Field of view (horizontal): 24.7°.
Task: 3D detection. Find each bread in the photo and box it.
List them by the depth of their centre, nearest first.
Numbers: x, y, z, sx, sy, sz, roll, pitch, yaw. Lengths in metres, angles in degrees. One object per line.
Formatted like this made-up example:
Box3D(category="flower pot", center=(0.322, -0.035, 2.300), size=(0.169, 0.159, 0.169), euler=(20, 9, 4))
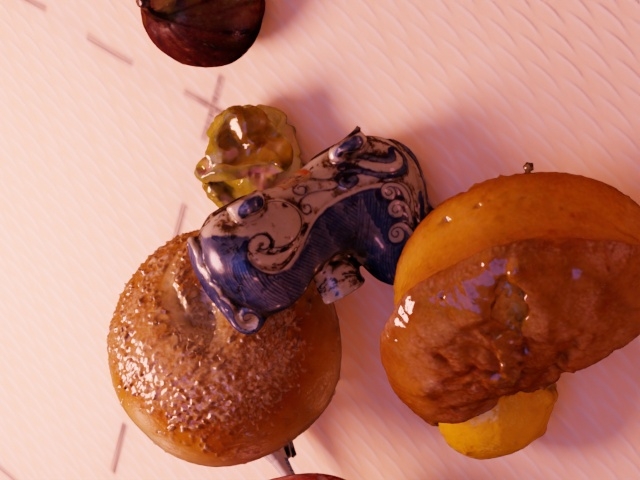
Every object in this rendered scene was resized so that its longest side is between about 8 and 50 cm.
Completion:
Box3D(category="bread", center=(0.186, 0.041, 1.513), size=(0.340, 0.194, 0.179), euler=(-30, 124, 33))
Box3D(category="bread", center=(-0.121, 0.116, 1.746), size=(0.306, 0.159, 0.305), euler=(-5, 65, 11))

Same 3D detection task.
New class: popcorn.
Box3D(category="popcorn", center=(-0.083, -0.094, 1.769), size=(0.126, 0.126, 0.145), euler=(8, 91, 8))

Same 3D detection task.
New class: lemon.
Box3D(category="lemon", center=(0.196, 0.185, 1.636), size=(0.155, 0.114, 0.114), euler=(-23, 88, 34))

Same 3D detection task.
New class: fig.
Box3D(category="fig", center=(-0.143, -0.269, 1.737), size=(0.149, 0.202, 0.148), euler=(11, 128, -3))

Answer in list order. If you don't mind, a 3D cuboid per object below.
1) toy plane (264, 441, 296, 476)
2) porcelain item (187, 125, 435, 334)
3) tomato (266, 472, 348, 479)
Box3D(category="toy plane", center=(-0.073, 0.256, 1.845), size=(0.182, 0.107, 0.273), euler=(-20, 87, 47))
Box3D(category="porcelain item", center=(0.000, 0.000, 1.650), size=(0.186, 0.288, 0.138), euler=(61, 161, -3))
Box3D(category="tomato", center=(-0.019, 0.398, 1.674), size=(0.270, 0.270, 0.227), euler=(58, 171, 10))
